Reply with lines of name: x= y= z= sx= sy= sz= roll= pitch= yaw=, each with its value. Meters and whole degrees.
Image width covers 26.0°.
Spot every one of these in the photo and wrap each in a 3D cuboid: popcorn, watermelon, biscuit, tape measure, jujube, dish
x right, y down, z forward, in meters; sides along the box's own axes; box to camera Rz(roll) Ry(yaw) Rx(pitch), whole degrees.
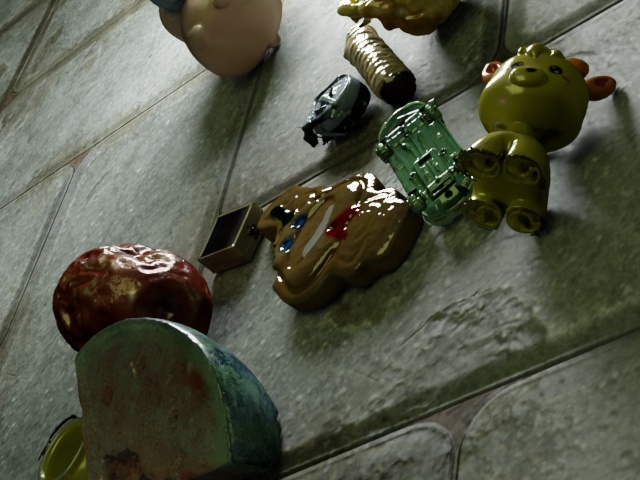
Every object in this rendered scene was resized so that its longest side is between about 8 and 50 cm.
popcorn: x=0.107 y=-0.346 z=1.816 sx=0.180 sy=0.180 sz=0.170 roll=-93 pitch=15 yaw=-54
watermelon: x=-0.152 y=0.213 z=1.539 sx=0.318 sy=0.148 sz=0.226 roll=23 pitch=91 yaw=48
biscuit: x=0.074 y=-0.232 z=1.828 sx=0.061 sy=0.055 sz=0.219 roll=-53 pitch=25 yaw=14
tape measure: x=0.024 y=-0.174 z=1.827 sx=0.094 sy=0.054 sz=0.091 roll=-31 pitch=29 yaw=48
jujube: x=-0.237 y=0.083 z=1.749 sx=0.174 sy=0.174 sz=0.250 roll=-58 pitch=21 yaw=-18
dish: x=-0.284 y=0.267 z=1.678 sx=0.148 sy=0.080 sz=0.208 roll=-17 pitch=42 yaw=46
biscuit: x=0.004 y=-0.008 z=1.654 sx=0.183 sy=0.047 sz=0.320 roll=-47 pitch=25 yaw=-3

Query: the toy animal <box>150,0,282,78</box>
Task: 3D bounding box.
toy animal: x=-0.149 y=-0.381 z=2.218 sx=0.221 sy=0.229 sz=0.210 roll=42 pitch=115 yaw=24

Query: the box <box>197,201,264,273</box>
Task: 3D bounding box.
box: x=-0.113 y=-0.003 z=1.825 sx=0.083 sy=0.035 sz=0.079 roll=-20 pitch=38 yaw=44

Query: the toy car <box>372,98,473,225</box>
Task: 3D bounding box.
toy car: x=0.126 y=-0.089 z=1.560 sx=0.093 sy=0.058 sz=0.186 roll=-42 pitch=39 yaw=12

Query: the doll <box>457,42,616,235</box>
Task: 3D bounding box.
doll: x=0.217 y=-0.120 z=1.418 sx=0.142 sy=0.135 sz=0.221 roll=7 pitch=47 yaw=21
